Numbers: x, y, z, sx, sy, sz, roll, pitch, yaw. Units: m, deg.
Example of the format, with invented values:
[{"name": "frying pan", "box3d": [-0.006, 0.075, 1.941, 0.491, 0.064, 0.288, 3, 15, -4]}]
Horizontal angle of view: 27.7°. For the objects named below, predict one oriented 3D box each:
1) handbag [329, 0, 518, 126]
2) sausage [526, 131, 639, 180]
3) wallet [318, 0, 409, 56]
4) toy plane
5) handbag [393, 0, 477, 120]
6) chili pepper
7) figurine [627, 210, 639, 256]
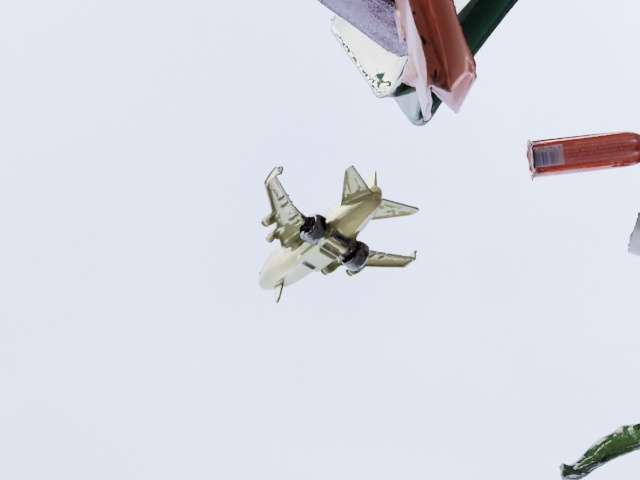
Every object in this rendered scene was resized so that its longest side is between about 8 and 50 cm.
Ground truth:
[{"name": "handbag", "box3d": [0.137, -0.321, 1.817, 0.089, 0.238, 0.326, 29, -162, -25]}, {"name": "sausage", "box3d": [0.306, -0.099, 1.453, 0.050, 0.145, 0.048, -76, -22, -76]}, {"name": "wallet", "box3d": [0.055, -0.261, 1.444, 0.166, 0.111, 0.030, 35, -112, -23]}, {"name": "toy plane", "box3d": [0.000, 0.000, 1.602, 0.229, 0.244, 0.092, 31, -144, -26]}, {"name": "handbag", "box3d": [0.098, -0.238, 1.308, 0.059, 0.157, 0.212, -15, -98, -2]}, {"name": "chili pepper", "box3d": [0.296, 0.221, 1.354, 0.118, 0.055, 0.035, -19, -116, -10]}, {"name": "figurine", "box3d": [0.483, 0.003, 1.478, 0.176, 0.236, 0.133, 0, -70, -71]}]
